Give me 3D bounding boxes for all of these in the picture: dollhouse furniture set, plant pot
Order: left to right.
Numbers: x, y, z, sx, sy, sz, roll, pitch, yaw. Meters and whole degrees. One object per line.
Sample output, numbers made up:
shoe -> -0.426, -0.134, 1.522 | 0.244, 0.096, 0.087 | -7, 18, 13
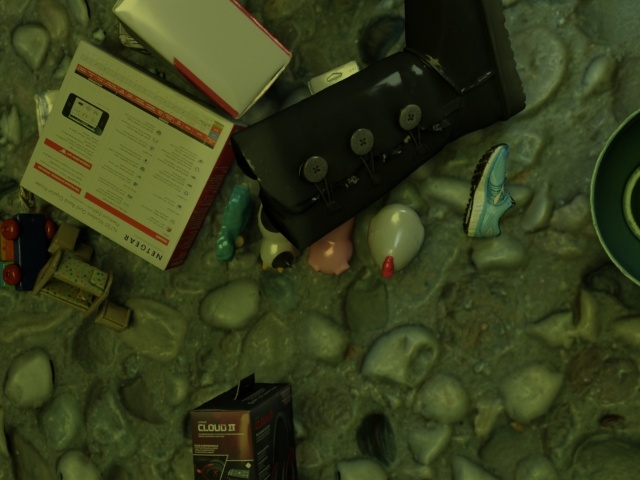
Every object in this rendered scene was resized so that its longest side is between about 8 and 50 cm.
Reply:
dollhouse furniture set -> -0.423, 0.055, 1.339 | 0.182, 0.161, 0.101 | 30, 129, -27
plant pot -> 0.537, -0.058, 1.016 | 0.293, 0.196, 0.293 | 0, 90, 17

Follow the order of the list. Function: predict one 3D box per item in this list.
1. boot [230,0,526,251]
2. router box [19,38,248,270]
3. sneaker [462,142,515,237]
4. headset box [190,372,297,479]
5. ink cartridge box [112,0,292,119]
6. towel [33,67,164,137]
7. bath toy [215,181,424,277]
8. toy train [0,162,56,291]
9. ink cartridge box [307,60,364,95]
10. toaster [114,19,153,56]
boot -> 0.059, -0.242, 1.056 | 0.445, 0.146, 0.367 | -30, 113, -3
router box -> -0.348, -0.157, 1.300 | 0.335, 0.082, 0.301 | 30, 102, 8
sneaker -> 0.289, -0.081, 1.168 | 0.073, 0.063, 0.162 | 13, 98, -2
headset box -> -0.123, 0.378, 1.193 | 0.110, 0.218, 0.293 | -4, 89, 15
ink cartridge box -> -0.184, -0.308, 1.080 | 0.226, 0.306, 0.131 | 39, 90, -16
towel -> -0.427, -0.214, 1.375 | 0.285, 0.034, 0.209 | -7, 89, 16
bath toy -> 0.000, 0.000, 1.203 | 0.348, 0.151, 0.129 | 7, 53, 13
toy train -> -0.616, -0.023, 1.402 | 0.143, 0.105, 0.248 | -3, 89, 29
ink cartridge box -> 0.041, -0.254, 1.195 | 0.088, 0.122, 0.052 | -22, 84, 15
toaster -> -0.264, -0.410, 1.281 | 0.227, 0.129, 0.146 | 9, 96, 9
